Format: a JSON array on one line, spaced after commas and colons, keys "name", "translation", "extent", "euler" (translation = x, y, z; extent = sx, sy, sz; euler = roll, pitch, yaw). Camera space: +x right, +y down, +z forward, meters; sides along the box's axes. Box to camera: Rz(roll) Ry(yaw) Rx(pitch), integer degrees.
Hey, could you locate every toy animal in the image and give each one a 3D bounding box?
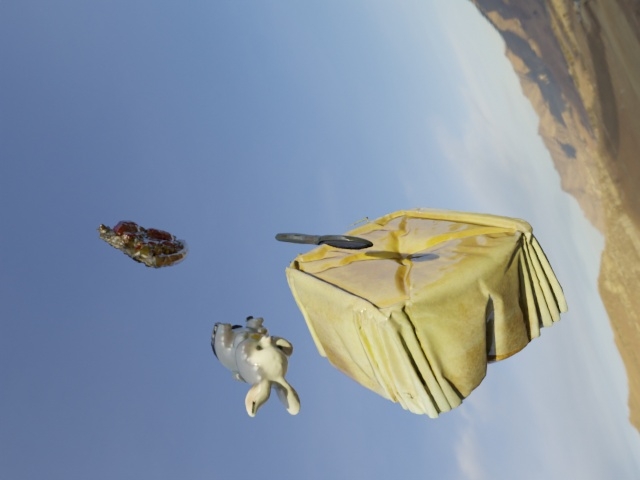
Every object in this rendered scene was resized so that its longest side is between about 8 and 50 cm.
[{"name": "toy animal", "translation": [-0.074, 0.136, 0.567], "extent": [0.071, 0.124, 0.085], "euler": [17, -92, -40]}]

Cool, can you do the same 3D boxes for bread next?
[{"name": "bread", "translation": [0.090, 0.051, 0.460], "extent": [0.192, 0.210, 0.109], "euler": [-28, -69, -26]}]

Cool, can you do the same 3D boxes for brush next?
[{"name": "brush", "translation": [0.000, 0.000, 0.344], "extent": [0.024, 0.083, 0.008], "euler": [25, -106, -50]}]

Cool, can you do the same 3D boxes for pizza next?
[{"name": "pizza", "translation": [-0.176, 0.004, 0.524], "extent": [0.100, 0.099, 0.029], "euler": [10, -79, -33]}]
